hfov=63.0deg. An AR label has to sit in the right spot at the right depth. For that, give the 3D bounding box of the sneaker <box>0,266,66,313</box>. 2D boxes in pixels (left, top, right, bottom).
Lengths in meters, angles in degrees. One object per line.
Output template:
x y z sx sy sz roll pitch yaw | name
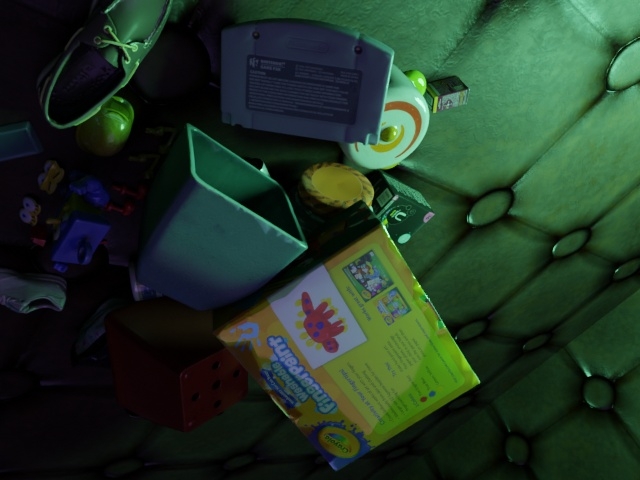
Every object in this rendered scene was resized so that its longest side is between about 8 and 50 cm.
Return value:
-0.654 0.115 1.106 0.212 0.094 0.080 5 133 -30 | sneaker

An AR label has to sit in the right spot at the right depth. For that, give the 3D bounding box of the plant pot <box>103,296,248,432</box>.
-0.314 0.285 1.233 0.267 0.236 0.267 -23 127 -41 | plant pot

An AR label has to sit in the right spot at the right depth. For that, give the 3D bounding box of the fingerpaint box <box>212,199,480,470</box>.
0.056 0.204 1.086 0.371 0.163 0.444 -34 114 4 | fingerpaint box

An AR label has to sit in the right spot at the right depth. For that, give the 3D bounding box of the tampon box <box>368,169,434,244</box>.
0.178 -0.080 1.304 0.161 0.101 0.120 20 124 -40 | tampon box

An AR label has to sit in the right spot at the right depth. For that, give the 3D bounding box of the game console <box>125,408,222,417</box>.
-0.360 0.345 1.440 0.293 0.173 0.250 11 128 -36 | game console

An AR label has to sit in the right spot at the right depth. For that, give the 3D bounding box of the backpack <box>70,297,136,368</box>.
-0.512 0.229 1.285 0.182 0.115 0.152 -45 148 20 | backpack

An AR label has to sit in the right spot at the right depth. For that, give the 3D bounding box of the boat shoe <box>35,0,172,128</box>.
-0.336 -0.297 0.823 0.305 0.091 0.109 -40 138 17 | boat shoe

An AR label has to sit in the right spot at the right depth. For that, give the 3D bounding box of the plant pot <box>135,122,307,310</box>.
-0.217 -0.018 0.983 0.247 0.247 0.252 33 108 -31 | plant pot

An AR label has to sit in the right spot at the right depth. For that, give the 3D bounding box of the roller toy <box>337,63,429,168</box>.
0.113 -0.247 1.059 0.191 0.146 0.209 4 133 -29 | roller toy

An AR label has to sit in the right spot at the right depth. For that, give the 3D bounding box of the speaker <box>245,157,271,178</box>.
-0.128 -0.117 1.150 0.055 0.055 0.136 -24 140 -1 | speaker

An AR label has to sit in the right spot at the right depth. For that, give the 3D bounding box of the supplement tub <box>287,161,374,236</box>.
0.000 0.000 1.222 0.207 0.207 0.337 -4 136 -23 | supplement tub

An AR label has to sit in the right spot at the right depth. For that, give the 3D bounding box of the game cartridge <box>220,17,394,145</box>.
-0.028 -0.282 0.918 0.295 0.060 0.196 9 126 2 | game cartridge

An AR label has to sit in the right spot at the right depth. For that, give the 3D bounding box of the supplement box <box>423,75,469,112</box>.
0.271 -0.317 1.133 0.083 0.055 0.043 -16 140 -9 | supplement box

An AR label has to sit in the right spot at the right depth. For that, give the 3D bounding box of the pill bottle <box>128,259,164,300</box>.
-0.353 0.081 1.219 0.170 0.094 0.094 -10 137 -18 | pill bottle

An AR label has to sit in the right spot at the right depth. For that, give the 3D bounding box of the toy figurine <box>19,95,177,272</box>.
-0.403 -0.052 0.958 0.191 0.217 0.362 22 122 -41 | toy figurine

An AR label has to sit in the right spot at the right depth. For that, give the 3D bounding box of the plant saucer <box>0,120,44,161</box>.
-0.592 -0.157 0.905 0.192 0.018 0.067 -16 139 -12 | plant saucer
